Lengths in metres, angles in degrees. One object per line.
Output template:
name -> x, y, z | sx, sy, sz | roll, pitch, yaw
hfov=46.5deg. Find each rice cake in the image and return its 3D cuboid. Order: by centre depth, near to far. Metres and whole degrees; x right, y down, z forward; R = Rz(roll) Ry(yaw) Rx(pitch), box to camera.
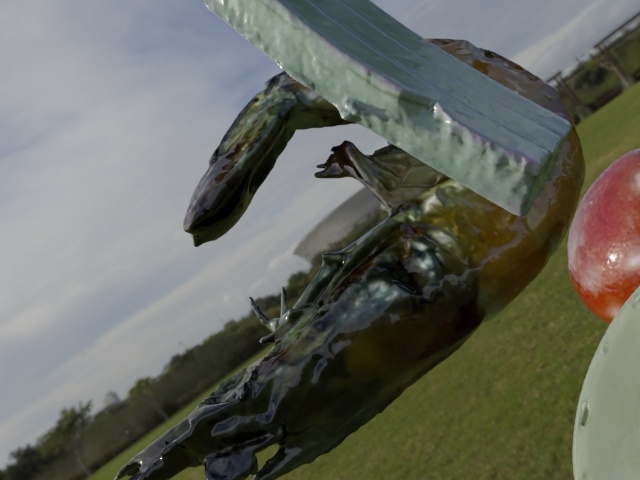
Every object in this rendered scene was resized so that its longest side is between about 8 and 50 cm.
rice cake -> 0.045, -0.106, 0.467 | 0.127, 0.237, 0.043 | -37, -20, -56

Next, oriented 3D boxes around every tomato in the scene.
tomato -> 0.507, -0.017, 1.244 | 0.289, 0.176, 0.335 | 60, -138, -56

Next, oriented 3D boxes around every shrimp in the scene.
shrimp -> 0.000, 0.000, 0.552 | 0.445, 0.272, 0.085 | -46, -19, -16

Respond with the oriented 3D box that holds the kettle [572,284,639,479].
kettle -> 0.404, 0.224, 0.523 | 0.250, 0.377, 0.361 | 129, 162, -60
